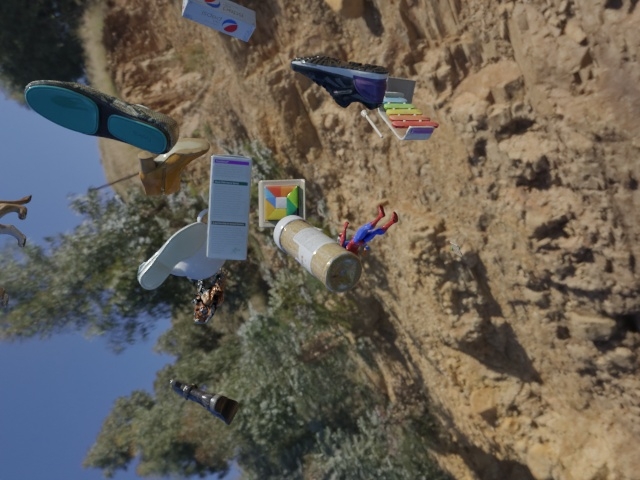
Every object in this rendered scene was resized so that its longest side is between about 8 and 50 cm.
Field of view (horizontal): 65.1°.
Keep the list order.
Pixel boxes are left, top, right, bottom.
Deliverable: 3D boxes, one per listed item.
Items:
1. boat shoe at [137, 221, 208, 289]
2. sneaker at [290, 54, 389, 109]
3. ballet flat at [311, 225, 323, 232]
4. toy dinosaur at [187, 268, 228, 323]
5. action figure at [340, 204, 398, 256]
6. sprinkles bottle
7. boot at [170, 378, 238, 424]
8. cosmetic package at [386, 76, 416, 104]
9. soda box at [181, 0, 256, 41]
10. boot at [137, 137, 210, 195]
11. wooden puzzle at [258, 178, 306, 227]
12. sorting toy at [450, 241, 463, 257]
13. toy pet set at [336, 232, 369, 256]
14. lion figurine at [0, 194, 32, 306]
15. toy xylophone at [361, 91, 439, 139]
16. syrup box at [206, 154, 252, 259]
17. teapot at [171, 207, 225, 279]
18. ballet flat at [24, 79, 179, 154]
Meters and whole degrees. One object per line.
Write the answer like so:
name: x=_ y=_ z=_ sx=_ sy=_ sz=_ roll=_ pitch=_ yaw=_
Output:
boat shoe: x=-0.556 y=0.041 z=1.869 sx=0.099 sy=0.319 sz=0.116 roll=31 pitch=164 yaw=52
sneaker: x=0.042 y=-0.430 z=1.386 sx=0.107 sy=0.283 sz=0.124 roll=-45 pitch=-32 yaw=-52
ballet flat: x=0.000 y=0.000 z=2.180 sx=0.247 sy=0.087 sz=0.083 roll=49 pitch=-146 yaw=5
toy dinosaur: x=-0.488 y=0.243 z=2.272 sx=0.164 sy=0.322 sz=0.218 roll=36 pitch=-154 yaw=-45
action figure: x=0.136 y=-0.034 z=1.688 sx=0.091 sy=0.280 sz=0.139 roll=23 pitch=-140 yaw=-27
sprinkles bottle: x=-0.017 y=0.030 z=1.464 sx=0.355 sy=0.121 sz=0.121 roll=35 pitch=154 yaw=56
boot: x=-0.460 y=0.630 z=1.997 sx=0.091 sy=0.229 sz=0.263 roll=-62 pitch=-26 yaw=-29
cosmetic package: x=0.317 y=-0.664 z=2.236 sx=0.107 sy=0.238 sz=0.127 roll=26 pitch=114 yaw=38
soda box: x=-0.309 y=-0.694 z=1.536 sx=0.069 sy=0.216 sz=0.074 roll=-39 pitch=48 yaw=48
boot: x=-0.584 y=-0.291 z=2.038 sx=0.211 sy=0.295 sz=0.104 roll=94 pitch=154 yaw=-49
wooden puzzle: x=-0.180 y=-0.170 z=2.318 sx=0.044 sy=0.238 sz=0.221 roll=-5 pitch=-86 yaw=-73
sorting toy: x=0.539 y=0.032 z=2.005 sx=0.062 sy=0.012 sz=0.083 roll=60 pitch=174 yaw=-20
toy pet set: x=0.120 y=0.016 z=1.900 sx=0.114 sy=0.122 sz=0.065 roll=113 pitch=-177 yaw=-47
lion figurine: x=-0.906 y=0.038 z=1.269 sx=0.142 sy=0.240 sz=0.392 roll=149 pitch=132 yaw=-64
toy xylophone: x=0.313 y=-0.493 z=2.026 sx=0.323 sy=0.236 sz=0.081 roll=56 pitch=146 yaw=40
syrup box: x=-0.215 y=-0.078 z=1.180 sx=0.093 sy=0.096 sz=0.237 roll=-162 pitch=76 yaw=-76
teapot: x=-0.516 y=0.025 z=2.066 sx=0.187 sy=0.252 sz=0.256 roll=46 pitch=-148 yaw=-54
ballet flat: x=-0.710 y=-0.425 z=1.687 sx=0.182 sy=0.483 sz=0.164 roll=-86 pitch=16 yaw=-53
